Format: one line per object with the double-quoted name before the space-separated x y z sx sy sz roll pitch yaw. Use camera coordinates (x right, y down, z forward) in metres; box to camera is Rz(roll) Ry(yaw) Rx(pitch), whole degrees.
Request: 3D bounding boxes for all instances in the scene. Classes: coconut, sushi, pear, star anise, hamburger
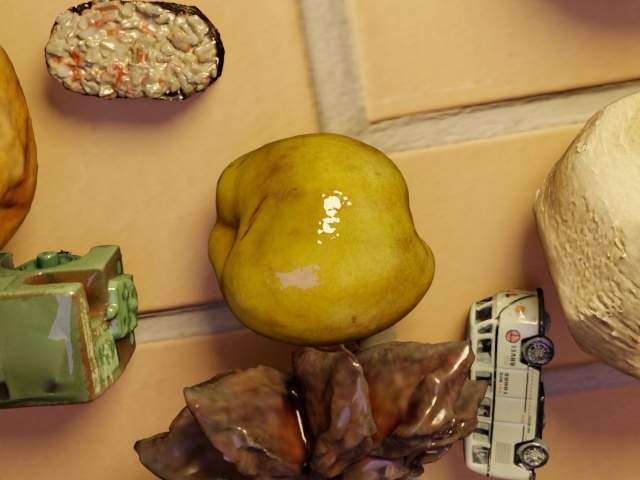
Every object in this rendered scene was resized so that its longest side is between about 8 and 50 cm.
"coconut" 0.305 -0.013 0.768 0.245 0.247 0.245 -3 137 -3
"sushi" -0.162 -0.169 0.799 0.150 0.078 0.090 3 108 1
"pear" 0.000 0.000 0.796 0.200 0.200 0.200 0 108 1
"star anise" 0.002 0.173 0.804 0.331 0.332 0.118 -22 64 8
"hamburger" 0.007 0.123 0.911 0.076 0.044 0.083 10 107 0

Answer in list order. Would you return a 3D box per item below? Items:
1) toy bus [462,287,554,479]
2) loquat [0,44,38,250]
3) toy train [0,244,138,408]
"toy bus" 0.183 0.141 0.894 0.089 0.087 0.194 2 110 10
"loquat" -0.387 -0.078 0.745 0.284 0.276 0.276 11 110 20
"toy train" -0.336 0.085 0.847 0.326 0.159 0.129 -3 106 4
